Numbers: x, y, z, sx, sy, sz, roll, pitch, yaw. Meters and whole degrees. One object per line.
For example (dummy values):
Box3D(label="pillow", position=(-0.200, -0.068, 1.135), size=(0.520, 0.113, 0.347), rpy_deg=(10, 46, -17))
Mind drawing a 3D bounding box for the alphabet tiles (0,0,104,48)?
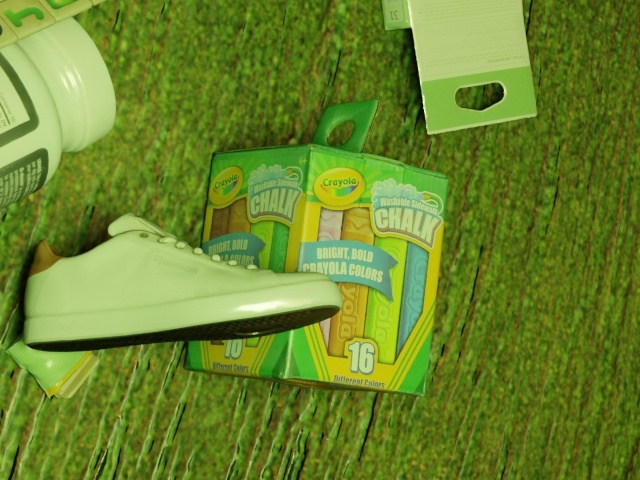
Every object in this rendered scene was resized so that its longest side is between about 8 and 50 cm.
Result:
Box3D(label="alphabet tiles", position=(-0.315, -0.260, 1.407), size=(0.198, 0.009, 0.237), rpy_deg=(-32, 70, -32))

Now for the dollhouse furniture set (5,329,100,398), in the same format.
Box3D(label="dollhouse furniture set", position=(-0.214, 0.076, 1.529), size=(0.076, 0.058, 0.151), rpy_deg=(50, 63, -24))

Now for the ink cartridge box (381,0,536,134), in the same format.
Box3D(label="ink cartridge box", position=(0.151, -0.243, 1.803), size=(0.171, 0.056, 0.235), rpy_deg=(-12, 99, -35))

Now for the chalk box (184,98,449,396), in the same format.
Box3D(label="chalk box", position=(0.000, 0.000, 1.614), size=(0.179, 0.180, 0.289), rpy_deg=(11, 82, -36))

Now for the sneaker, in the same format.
Box3D(label="sneaker", position=(-0.126, 0.028, 1.457), size=(0.290, 0.106, 0.123), rpy_deg=(-4, 76, 6))

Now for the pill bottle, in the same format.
Box3D(label="pill bottle", position=(-0.324, -0.090, 1.392), size=(0.278, 0.162, 0.162), rpy_deg=(-31, 107, -33))
